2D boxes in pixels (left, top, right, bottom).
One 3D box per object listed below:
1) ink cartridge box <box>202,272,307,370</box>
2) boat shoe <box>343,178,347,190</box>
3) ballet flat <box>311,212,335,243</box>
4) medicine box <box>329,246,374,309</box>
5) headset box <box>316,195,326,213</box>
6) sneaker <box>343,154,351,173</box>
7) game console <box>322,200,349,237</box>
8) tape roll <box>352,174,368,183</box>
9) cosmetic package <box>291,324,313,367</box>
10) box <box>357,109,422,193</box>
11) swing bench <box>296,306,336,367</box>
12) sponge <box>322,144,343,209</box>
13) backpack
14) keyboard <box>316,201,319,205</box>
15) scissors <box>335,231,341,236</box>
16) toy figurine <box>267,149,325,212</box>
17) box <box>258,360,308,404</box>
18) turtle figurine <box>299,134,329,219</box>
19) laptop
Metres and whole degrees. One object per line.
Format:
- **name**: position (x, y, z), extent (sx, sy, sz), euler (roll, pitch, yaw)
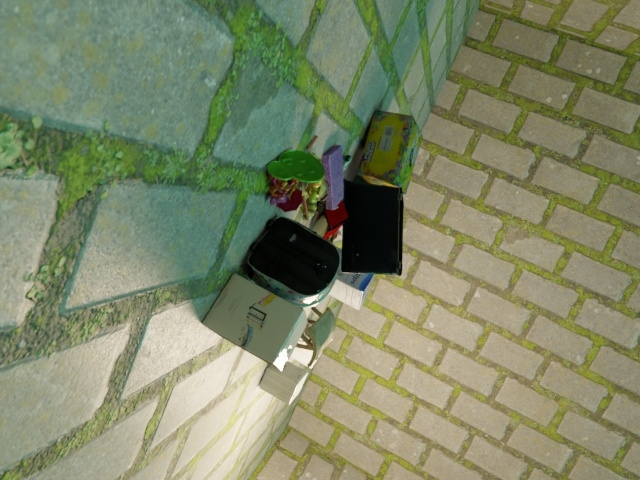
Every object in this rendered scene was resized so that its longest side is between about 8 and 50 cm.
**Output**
- **ink cartridge box**: position (-0.176, 0.235, 1.275), extent (0.168, 0.232, 0.171), euler (-60, 167, -18)
- **boat shoe**: position (0.078, -0.200, 1.893), extent (0.045, 0.050, 0.135), euler (-66, 180, -74)
- **ballet flat**: position (0.000, 0.000, 1.853), extent (0.124, 0.116, 0.343), euler (-17, 135, -45)
- **medicine box**: position (0.101, 0.170, 2.131), extent (0.149, 0.289, 0.263), euler (-59, 166, -22)
- **headset box**: position (0.018, -0.143, 1.682), extent (0.062, 0.032, 0.083), euler (-7, 115, -73)
- **sneaker**: position (0.087, -0.291, 1.773), extent (0.098, 0.038, 0.069), euler (-48, 163, -25)
- **game console**: position (0.039, -0.074, 1.721), extent (0.144, 0.085, 0.124), euler (-34, 108, -53)
- **tape roll**: position (0.195, -0.210, 2.264), extent (0.321, 0.077, 0.321), euler (-59, 167, -23)
- **cosmetic package**: position (-0.064, 0.619, 2.651), extent (0.151, 0.151, 0.184), euler (-45, 157, -53)
- **box**: position (0.320, -0.388, 2.010), extent (0.279, 0.177, 0.290), euler (16, 90, -68)
- **swing bench**: position (-0.074, 0.358, 1.876), extent (0.165, 0.254, 0.253), euler (-69, 167, 18)
- **sponge**: position (0.049, -0.228, 1.617), extent (0.117, 0.031, 0.210), euler (-51, 144, -49)
- **backpack**: position (-0.071, 0.078, 1.348), extent (0.225, 0.253, 0.191), euler (-58, 166, -29)
- **keyboard**: position (-0.002, -0.152, 1.710), extent (0.108, 0.023, 0.180), euler (-68, 166, 16)
- **scissors**: position (0.091, -0.037, 2.303), extent (0.109, 0.021, 0.297), euler (-69, 165, 14)
- **toy figurine**: position (-0.090, -0.141, 1.222), extent (0.173, 0.130, 0.159), euler (-21, 150, -40)
- **box**: position (-0.186, 0.705, 2.263), extent (0.119, 0.181, 0.181), euler (-67, 167, 10)
- **turtle figurine**: position (-0.016, -0.173, 1.407), extent (0.217, 0.087, 0.270), euler (111, -17, -76)
- **laptop**: position (0.246, -0.039, 1.995), extent (0.408, 0.236, 0.382), euler (23, 69, -77)
